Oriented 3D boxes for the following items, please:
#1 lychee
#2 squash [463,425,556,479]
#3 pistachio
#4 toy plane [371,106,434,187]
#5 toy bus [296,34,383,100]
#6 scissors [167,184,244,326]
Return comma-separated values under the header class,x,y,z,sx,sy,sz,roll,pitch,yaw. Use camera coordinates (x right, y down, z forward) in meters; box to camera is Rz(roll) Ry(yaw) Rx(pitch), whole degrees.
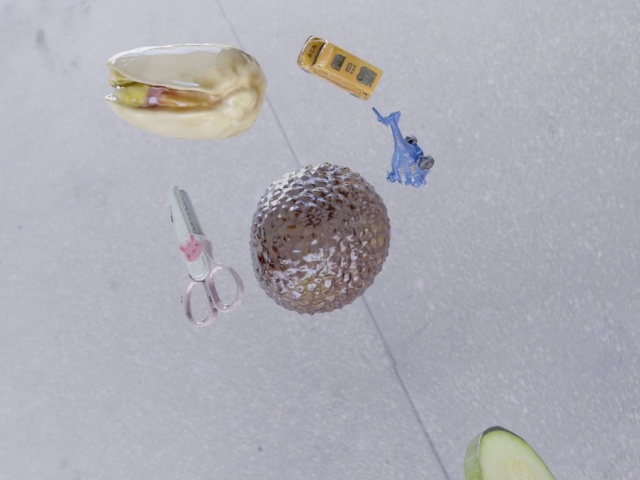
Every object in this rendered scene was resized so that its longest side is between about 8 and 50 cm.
class,x,y,z,sx,sy,sz,roll,pitch,yaw
lychee,0.000,0.000,1.372,0.261,0.260,0.260,-10,63,21
squash,0.321,0.421,1.271,0.049,0.252,0.252,-40,53,29
pistachio,-0.164,-0.184,0.974,0.201,0.117,0.145,2,24,13
toy plane,0.104,-0.113,1.007,0.062,0.167,0.054,-32,55,-1
toy bus,0.037,-0.335,1.517,0.162,0.074,0.069,26,91,-6
scissors,-0.201,0.017,1.286,0.118,0.030,0.242,-30,69,25
